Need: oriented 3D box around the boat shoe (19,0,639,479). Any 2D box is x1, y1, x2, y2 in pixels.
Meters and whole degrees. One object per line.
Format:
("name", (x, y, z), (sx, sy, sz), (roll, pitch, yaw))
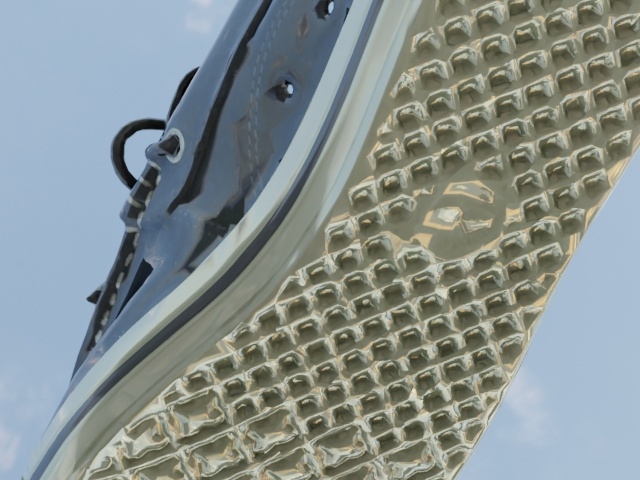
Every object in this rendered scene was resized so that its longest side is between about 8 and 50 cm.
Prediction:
("boat shoe", (0.000, 0.000, 0.684), (0.187, 0.500, 0.156), (18, -154, -28))
